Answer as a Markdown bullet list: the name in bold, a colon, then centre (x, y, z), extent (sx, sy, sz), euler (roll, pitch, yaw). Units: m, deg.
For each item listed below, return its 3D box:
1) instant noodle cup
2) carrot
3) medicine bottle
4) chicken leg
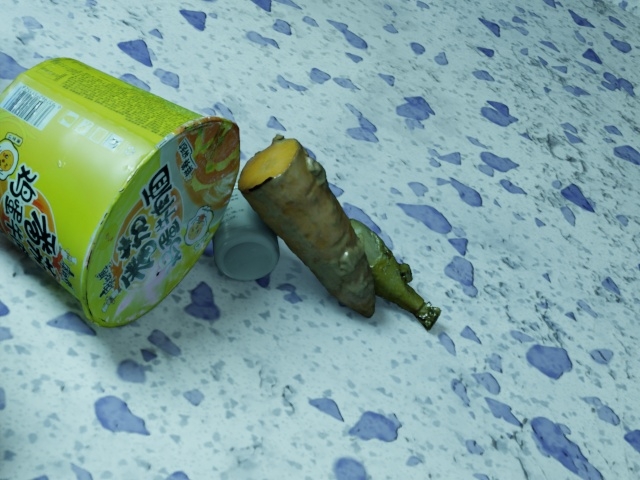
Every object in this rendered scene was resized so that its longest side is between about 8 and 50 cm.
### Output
- **instant noodle cup**: centre (-0.242, -0.062, 1.269), extent (0.200, 0.264, 0.264), euler (30, 35, 17)
- **carrot**: centre (0.000, 0.000, 1.411), extent (0.263, 0.102, 0.102), euler (55, 26, -27)
- **medicine bottle**: centre (-0.096, -0.020, 1.442), extent (0.080, 0.080, 0.130), euler (14, 38, -21)
- **chicken leg**: centre (0.086, 0.044, 1.509), extent (0.178, 0.070, 0.093), euler (41, 31, 4)
